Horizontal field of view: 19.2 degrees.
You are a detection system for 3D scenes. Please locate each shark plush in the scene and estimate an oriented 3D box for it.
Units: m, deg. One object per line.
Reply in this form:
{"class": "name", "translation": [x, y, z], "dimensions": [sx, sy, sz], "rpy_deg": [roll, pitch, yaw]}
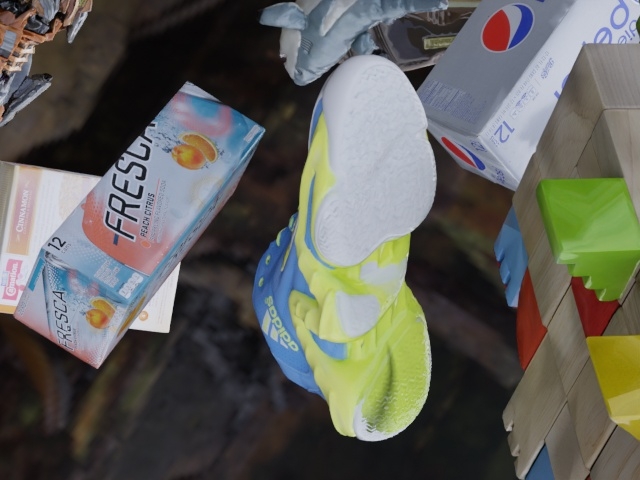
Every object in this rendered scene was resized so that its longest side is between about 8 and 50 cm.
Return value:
{"class": "shark plush", "translation": [0.032, -0.160, 1.382], "dimensions": [0.073, 0.161, 0.067], "rpy_deg": [-36, 109, -57]}

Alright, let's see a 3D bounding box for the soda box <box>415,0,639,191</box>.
{"class": "soda box", "translation": [0.199, -0.181, 1.512], "dimensions": [0.286, 0.091, 0.098], "rpy_deg": [-54, 133, -8]}

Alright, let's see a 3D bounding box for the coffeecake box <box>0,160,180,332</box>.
{"class": "coffeecake box", "translation": [-0.233, 0.006, 1.859], "dimensions": [0.185, 0.068, 0.142], "rpy_deg": [9, 92, -27]}

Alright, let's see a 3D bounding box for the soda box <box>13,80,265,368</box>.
{"class": "soda box", "translation": [-0.101, -0.012, 1.078], "dimensions": [0.183, 0.058, 0.063], "rpy_deg": [-56, 177, -48]}

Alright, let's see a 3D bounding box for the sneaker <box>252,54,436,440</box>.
{"class": "sneaker", "translation": [0.000, 0.000, 1.142], "dimensions": [0.091, 0.126, 0.240], "rpy_deg": [-15, 113, -38]}

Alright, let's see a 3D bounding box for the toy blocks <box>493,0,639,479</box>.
{"class": "toy blocks", "translation": [0.188, 0.081, 1.077], "dimensions": [0.190, 0.381, 0.261], "rpy_deg": [-1, 144, -15]}

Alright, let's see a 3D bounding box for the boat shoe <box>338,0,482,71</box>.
{"class": "boat shoe", "translation": [0.082, -0.188, 1.671], "dimensions": [0.072, 0.190, 0.068], "rpy_deg": [-93, -173, -65]}

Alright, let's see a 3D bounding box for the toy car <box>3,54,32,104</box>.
{"class": "toy car", "translation": [-0.253, -0.213, 1.563], "dimensions": [0.188, 0.155, 0.149], "rpy_deg": [-63, -165, -3]}

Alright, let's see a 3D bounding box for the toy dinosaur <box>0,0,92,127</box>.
{"class": "toy dinosaur", "translation": [-0.325, -0.128, 1.451], "dimensions": [0.322, 0.164, 0.218], "rpy_deg": [-53, 137, -9]}
